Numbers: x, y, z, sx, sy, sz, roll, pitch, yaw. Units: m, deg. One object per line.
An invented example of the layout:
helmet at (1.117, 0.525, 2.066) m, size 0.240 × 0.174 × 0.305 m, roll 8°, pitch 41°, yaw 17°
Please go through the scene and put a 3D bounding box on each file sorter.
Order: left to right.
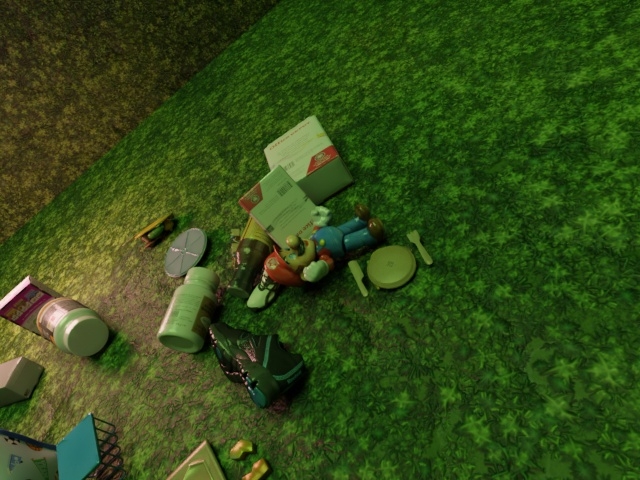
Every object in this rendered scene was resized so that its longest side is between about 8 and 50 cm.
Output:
file sorter at (-0.591, 0.565, 1.119) m, size 0.118 × 0.104 × 0.170 m, roll -44°, pitch 41°, yaw -7°

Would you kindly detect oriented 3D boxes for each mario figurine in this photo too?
mario figurine at (0.000, 0.000, 1.115) m, size 0.320 × 0.170 × 0.198 m, roll -27°, pitch 3°, yaw -10°

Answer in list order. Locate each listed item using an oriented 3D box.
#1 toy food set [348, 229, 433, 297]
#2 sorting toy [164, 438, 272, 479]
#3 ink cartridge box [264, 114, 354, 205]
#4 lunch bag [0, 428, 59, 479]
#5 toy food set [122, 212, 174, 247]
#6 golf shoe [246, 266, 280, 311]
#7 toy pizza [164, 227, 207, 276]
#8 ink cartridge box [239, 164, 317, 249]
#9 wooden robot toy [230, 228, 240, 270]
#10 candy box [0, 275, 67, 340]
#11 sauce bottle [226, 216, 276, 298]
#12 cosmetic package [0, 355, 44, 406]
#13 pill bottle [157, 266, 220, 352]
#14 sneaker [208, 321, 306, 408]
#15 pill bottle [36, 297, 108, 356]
toy food set at (0.176, 0.065, 1.071) m, size 0.192 × 0.038 × 0.132 m, roll -26°, pitch 49°, yaw 6°
sorting toy at (-0.256, 0.549, 0.935) m, size 0.307 × 0.041 × 0.229 m, roll -45°, pitch 41°, yaw -7°
ink cartridge box at (-0.046, -0.256, 1.450) m, size 0.226 × 0.131 × 0.306 m, roll -31°, pitch 40°, yaw 9°
lunch bag at (-0.847, 0.640, 1.024) m, size 0.239 × 0.385 × 0.328 m, roll -39°, pitch 41°, yaw -1°
toy food set at (-0.680, -0.028, 1.766) m, size 0.217 × 0.071 × 0.128 m, roll -32°, pitch 17°, yaw 5°
golf shoe at (-0.146, 0.110, 1.218) m, size 0.198 × 0.094 × 0.077 m, roll -45°, pitch 42°, yaw -5°
toy pizza at (-0.483, 0.046, 1.564) m, size 0.201 × 0.032 × 0.201 m, roll -18°, pitch 51°, yaw 25°
ink cartridge box at (-0.108, -0.085, 1.263) m, size 0.158 × 0.218 × 0.092 m, roll -43°, pitch 9°, yaw -8°
wooden robot toy at (-0.249, 0.034, 1.403) m, size 0.079 × 0.076 × 0.173 m, roll -3°, pitch 41°, yaw -13°
candy box at (-1.067, 0.263, 1.646) m, size 0.159 × 0.233 × 0.071 m, roll -45°, pitch 41°, yaw -8°
sauce bottle at (-0.196, 0.014, 1.329) m, size 0.111 × 0.111 × 0.345 m, roll -5°, pitch 51°, yaw 33°
cosmetic package at (-1.145, 0.521, 1.570) m, size 0.237 × 0.107 × 0.127 m, roll -24°, pitch 39°, yaw 21°
pill bottle at (-0.378, 0.200, 1.275) m, size 0.131 × 0.131 × 0.229 m, roll -12°, pitch 47°, yaw 28°
sneaker at (-0.169, 0.288, 1.080) m, size 0.139 × 0.125 × 0.340 m, roll -26°, pitch 30°, yaw -30°
pill bottle at (-0.869, 0.304, 1.519) m, size 0.278 × 0.162 × 0.162 m, roll 9°, pitch 59°, yaw 42°
